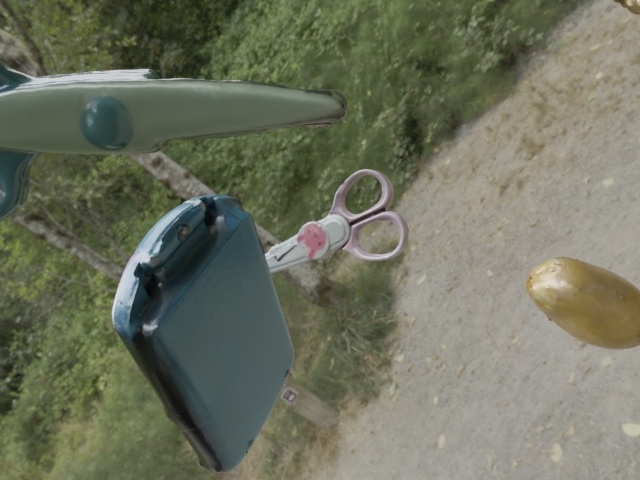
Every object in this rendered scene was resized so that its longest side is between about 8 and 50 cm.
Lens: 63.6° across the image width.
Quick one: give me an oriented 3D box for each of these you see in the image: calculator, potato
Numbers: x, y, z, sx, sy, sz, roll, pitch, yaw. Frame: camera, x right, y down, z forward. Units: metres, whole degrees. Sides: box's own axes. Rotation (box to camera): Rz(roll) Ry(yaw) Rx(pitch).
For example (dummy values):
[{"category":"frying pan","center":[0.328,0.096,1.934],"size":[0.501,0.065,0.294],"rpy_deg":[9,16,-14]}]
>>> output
[{"category":"calculator","center":[-0.093,0.095,0.498],"size":[0.173,0.051,0.293],"rpy_deg":[-59,-32,-42]},{"category":"potato","center":[0.384,0.088,0.744],"size":[0.118,0.178,0.109],"rpy_deg":[-58,-6,-45]}]

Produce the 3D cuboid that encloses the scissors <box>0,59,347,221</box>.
[{"category":"scissors","center":[-0.128,-0.073,0.299],"size":[0.041,0.289,0.138],"rpy_deg":[-98,6,-61]}]

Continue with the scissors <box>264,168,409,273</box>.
[{"category":"scissors","center":[0.000,0.000,0.695],"size":[0.242,0.118,0.030],"rpy_deg":[-25,-10,27]}]

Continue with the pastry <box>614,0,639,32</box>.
[{"category":"pastry","center":[0.312,-0.265,0.380],"size":[0.184,0.316,0.284],"rpy_deg":[-15,-13,13]}]
